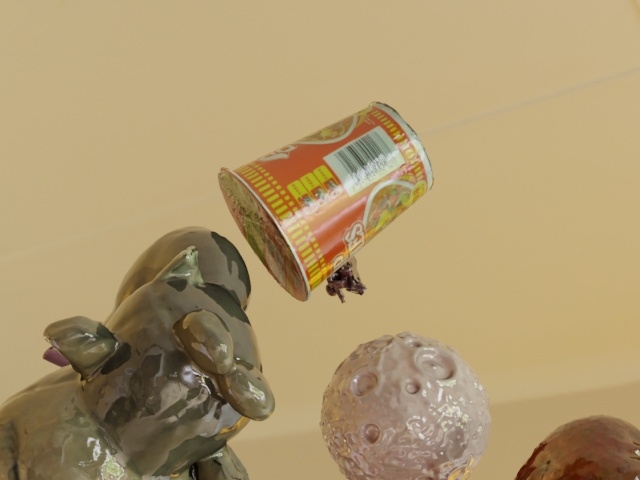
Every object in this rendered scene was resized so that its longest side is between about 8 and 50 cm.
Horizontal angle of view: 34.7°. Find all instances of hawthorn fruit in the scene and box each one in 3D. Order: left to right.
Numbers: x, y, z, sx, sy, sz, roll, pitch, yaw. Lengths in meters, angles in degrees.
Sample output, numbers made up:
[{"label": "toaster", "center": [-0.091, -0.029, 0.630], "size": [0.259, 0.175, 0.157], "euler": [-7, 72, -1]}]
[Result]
[{"label": "hawthorn fruit", "center": [0.351, 0.353, 1.284], "size": [0.258, 0.258, 0.261], "euler": [19, -43, -12]}]

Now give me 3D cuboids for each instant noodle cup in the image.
[{"label": "instant noodle cup", "center": [0.013, -0.061, 1.234], "size": [0.212, 0.193, 0.193], "euler": [-34, -36, -15]}]

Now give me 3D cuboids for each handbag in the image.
[{"label": "handbag", "center": [-0.003, 0.001, 1.843], "size": [0.074, 0.216, 0.203], "euler": [-32, -75, 6]}]

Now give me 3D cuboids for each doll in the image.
[{"label": "doll", "center": [-0.194, 0.186, 1.075], "size": [0.382, 0.378, 0.252], "euler": [-42, -87, 13]}]

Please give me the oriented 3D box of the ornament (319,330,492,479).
[{"label": "ornament", "center": [0.130, 0.258, 1.539], "size": [0.260, 0.259, 0.225], "euler": [18, -53, -9]}]

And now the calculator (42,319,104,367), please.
[{"label": "calculator", "center": [-0.407, 0.238, 2.115], "size": [0.294, 0.194, 0.043], "euler": [17, -69, -1]}]
